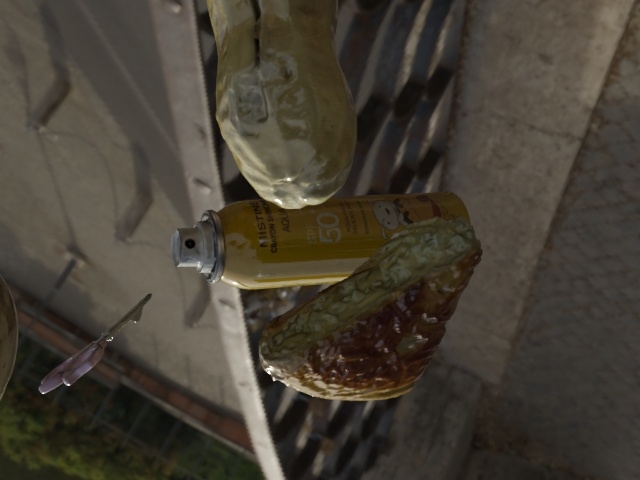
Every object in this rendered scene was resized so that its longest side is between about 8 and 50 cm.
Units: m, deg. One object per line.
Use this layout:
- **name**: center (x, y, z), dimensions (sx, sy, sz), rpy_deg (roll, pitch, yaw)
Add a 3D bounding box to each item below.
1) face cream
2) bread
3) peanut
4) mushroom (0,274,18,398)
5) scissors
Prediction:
- **face cream**: center (0.000, 0.000, 1.255), dimensions (0.349, 0.105, 0.105), rpy_deg (-3, 164, -20)
- **bread**: center (0.038, 0.060, 0.695), dimensions (0.054, 0.154, 0.136), rpy_deg (55, 171, 37)
- **peanut**: center (-0.039, -0.173, 0.960), dimensions (0.130, 0.290, 0.130), rpy_deg (-8, 179, 0)
- **mushroom**: center (-0.235, 0.055, 0.537), dimensions (0.166, 0.166, 0.127), rpy_deg (5, 120, 41)
- **scissors**: center (-0.279, 0.129, 1.391), dimensions (0.110, 0.212, 0.021), rpy_deg (-23, 104, 39)
